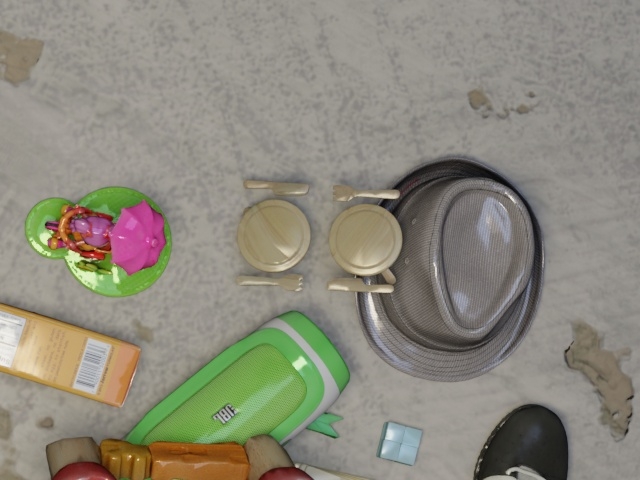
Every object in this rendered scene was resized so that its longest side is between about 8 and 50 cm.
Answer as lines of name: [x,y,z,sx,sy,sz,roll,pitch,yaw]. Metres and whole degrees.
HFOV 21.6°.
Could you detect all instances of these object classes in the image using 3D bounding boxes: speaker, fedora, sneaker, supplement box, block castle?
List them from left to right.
supplement box: [-0.326,0.119,1.896,0.233,0.078,0.080,21,84,-12]
block castle: [-0.160,0.437,1.775,0.303,0.213,0.453,4,107,-16]
speaker: [-0.111,0.211,1.923,0.296,0.131,0.131,-39,96,-15]
fedora: [0.172,0.032,2.015,0.244,0.124,0.275,18,81,-13]
sneaker: [0.235,0.355,2.000,0.122,0.146,0.330,21,79,-12]

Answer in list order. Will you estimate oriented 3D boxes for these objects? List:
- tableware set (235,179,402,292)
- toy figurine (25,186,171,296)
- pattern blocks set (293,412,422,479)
tableware set: [0.000,0.000,1.978,0.194,0.039,0.128,3,80,6]
toy figurine: [-0.239,-0.009,1.887,0.173,0.159,0.130,14,82,-13]
pattern blocks set: [0.009,0.364,1.995,0.286,0.026,0.324,6,84,-15]
